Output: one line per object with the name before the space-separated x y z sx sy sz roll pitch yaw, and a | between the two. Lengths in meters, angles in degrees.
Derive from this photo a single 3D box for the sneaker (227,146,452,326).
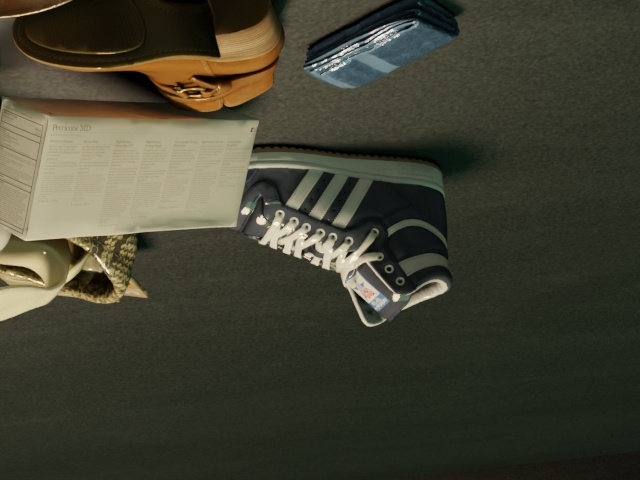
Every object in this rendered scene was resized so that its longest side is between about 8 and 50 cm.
sneaker | 0.000 0.000 1.365 0.282 0.153 0.099 0 156 -21

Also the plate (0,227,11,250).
plate | -0.376 -0.013 0.996 0.277 0.045 0.278 -39 132 -17

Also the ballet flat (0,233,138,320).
ballet flat | -0.352 -0.020 1.144 0.482 0.182 0.164 9 154 -38

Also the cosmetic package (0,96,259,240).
cosmetic package | -0.155 -0.060 1.144 0.060 0.099 0.239 25 -163 34

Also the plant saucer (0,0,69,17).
plant saucer | -0.222 -0.202 0.944 0.168 0.029 0.168 -7 158 -3

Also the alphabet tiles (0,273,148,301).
alphabet tiles | -0.287 0.028 1.445 0.198 0.009 0.237 6 165 7

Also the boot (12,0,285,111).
boot | -0.125 -0.139 1.089 0.197 0.073 0.152 -2 165 -1

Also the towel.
towel | 0.050 -0.157 1.159 0.119 0.029 0.067 -24 155 33
